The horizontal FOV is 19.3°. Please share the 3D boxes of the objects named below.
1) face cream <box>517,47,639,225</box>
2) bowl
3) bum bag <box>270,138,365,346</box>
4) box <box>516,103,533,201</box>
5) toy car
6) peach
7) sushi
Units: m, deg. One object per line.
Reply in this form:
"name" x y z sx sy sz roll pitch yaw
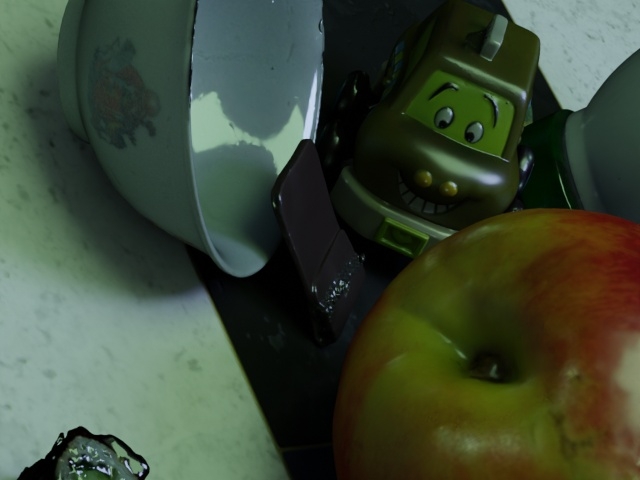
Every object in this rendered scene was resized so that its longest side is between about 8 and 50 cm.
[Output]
"face cream" 0.391 -0.088 1.853 0.219 0.357 0.312 47 32 -35
"bowl" -0.118 -0.145 1.549 0.345 0.157 0.345 4 90 -74
"bum bag" 0.000 0.000 1.624 0.109 0.026 0.159 -64 142 -51
"box" 0.160 -0.079 1.914 0.142 0.044 0.285 26 41 -21
"toy car" 0.121 -0.119 1.739 0.204 0.198 0.248 24 42 -4
"peach" 0.200 0.173 1.468 0.388 0.388 0.388 27 41 -26
"sushi" -0.165 0.189 1.294 0.098 0.084 0.094 40 33 -19
